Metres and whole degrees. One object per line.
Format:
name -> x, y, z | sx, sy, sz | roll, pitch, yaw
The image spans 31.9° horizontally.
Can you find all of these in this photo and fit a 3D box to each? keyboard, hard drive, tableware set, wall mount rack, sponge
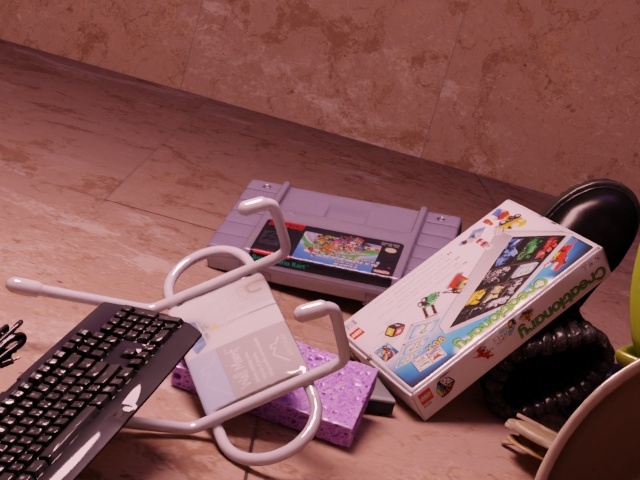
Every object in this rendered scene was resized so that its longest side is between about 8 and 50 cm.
keyboard -> -0.251, 0.131, 0.953 | 0.201, 0.033, 0.317 | 5, 25, 19
hard drive -> 0.011, 0.170, 1.320 | 0.135, 0.022, 0.094 | 11, 14, -20
tableware set -> 0.293, 0.260, 1.259 | 0.194, 0.039, 0.128 | 26, 4, 17
wall mount rack -> -0.147, 0.090, 1.157 | 0.304, 0.130, 0.350 | -22, 39, -7
sponge -> -0.048, 0.150, 1.237 | 0.210, 0.031, 0.117 | 18, 32, 10

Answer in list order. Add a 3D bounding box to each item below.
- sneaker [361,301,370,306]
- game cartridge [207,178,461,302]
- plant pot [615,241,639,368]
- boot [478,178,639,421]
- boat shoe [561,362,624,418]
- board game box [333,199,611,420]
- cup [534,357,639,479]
sneaker -> 0.128, 0.091, 1.715 | 0.152, 0.054, 0.061 | 4, 21, -43
game cartridge -> 0.026, 0.001, 1.722 | 0.355, 0.068, 0.230 | 11, 28, 11
plant pot -> 0.548, 0.115, 1.533 | 0.228, 0.207, 0.227 | 23, 15, 32
boot -> 0.329, 0.076, 1.485 | 0.131, 0.348, 0.260 | 42, 4, -13
boat shoe -> 0.366, 0.199, 1.476 | 0.109, 0.089, 0.258 | 7, 16, -34
board game box -> 0.188, 0.078, 1.419 | 0.305, 0.053, 0.193 | -36, 33, -12
cup -> 0.299, 0.246, 0.828 | 0.331, 0.331, 0.237 | 18, -12, 7
